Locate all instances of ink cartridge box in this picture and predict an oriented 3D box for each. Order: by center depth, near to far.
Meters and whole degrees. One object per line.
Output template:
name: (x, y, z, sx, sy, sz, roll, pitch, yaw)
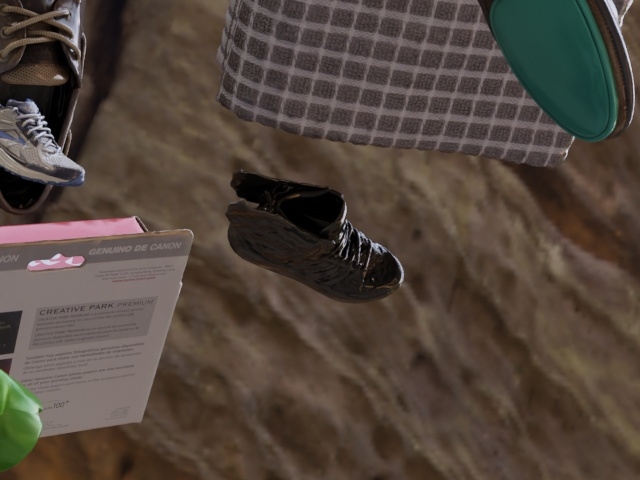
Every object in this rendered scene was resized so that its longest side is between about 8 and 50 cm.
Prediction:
ink cartridge box: (-0.315, 0.071, 1.545, 0.309, 0.130, 0.272, -4, -51, -35)

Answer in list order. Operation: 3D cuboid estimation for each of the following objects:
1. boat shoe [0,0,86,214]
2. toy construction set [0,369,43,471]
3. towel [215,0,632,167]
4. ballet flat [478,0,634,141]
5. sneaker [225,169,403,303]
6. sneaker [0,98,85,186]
boat shoe: (-0.268, -0.185, 1.401, 0.132, 0.130, 0.355, -9, -57, -28)
toy construction set: (-0.223, 0.219, 0.614, 0.257, 0.309, 0.237, 1, -30, 34)
towel: (0.085, -0.178, 1.041, 0.284, 0.121, 0.235, 8, -59, -12)
ballet flat: (0.108, -0.147, 0.776, 0.203, 0.074, 0.074, 52, -33, 0)
sneaker: (0.000, -0.002, 1.066, 0.170, 0.051, 0.089, 18, -26, -22)
sneaker: (-0.250, -0.088, 1.247, 0.135, 0.058, 0.052, 28, 10, 19)
